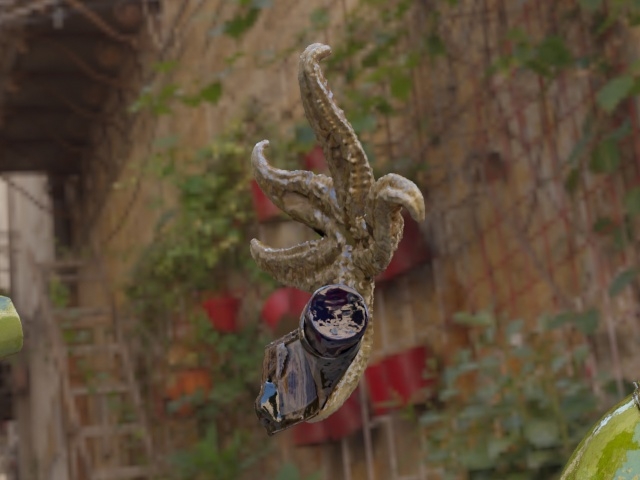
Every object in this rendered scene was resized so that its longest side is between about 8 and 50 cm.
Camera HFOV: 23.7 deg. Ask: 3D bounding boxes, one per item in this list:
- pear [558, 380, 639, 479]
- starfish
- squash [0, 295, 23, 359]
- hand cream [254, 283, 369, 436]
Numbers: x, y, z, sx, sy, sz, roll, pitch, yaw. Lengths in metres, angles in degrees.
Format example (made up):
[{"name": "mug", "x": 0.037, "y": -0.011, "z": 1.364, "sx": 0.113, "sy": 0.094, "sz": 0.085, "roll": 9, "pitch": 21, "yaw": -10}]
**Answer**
[{"name": "pear", "x": 0.282, "y": 0.296, "z": 1.377, "sx": 0.255, "sy": 0.238, "sz": 0.164, "roll": -44, "pitch": -1, "yaw": 18}, {"name": "starfish", "x": 0.010, "y": 0.002, "z": 1.406, "sx": 0.094, "sy": 0.327, "sz": 0.375, "roll": 1, "pitch": -18, "yaw": -22}, {"name": "squash", "x": -0.374, "y": 0.112, "z": 1.300, "sx": 0.250, "sy": 0.083, "sz": 0.083, "roll": -25, "pitch": -2, "yaw": -41}, {"name": "hand cream", "x": -0.008, "y": 0.067, "z": 0.891, "sx": 0.039, "sy": 0.062, "sz": 0.163, "roll": 0, "pitch": -20, "yaw": -15}]
